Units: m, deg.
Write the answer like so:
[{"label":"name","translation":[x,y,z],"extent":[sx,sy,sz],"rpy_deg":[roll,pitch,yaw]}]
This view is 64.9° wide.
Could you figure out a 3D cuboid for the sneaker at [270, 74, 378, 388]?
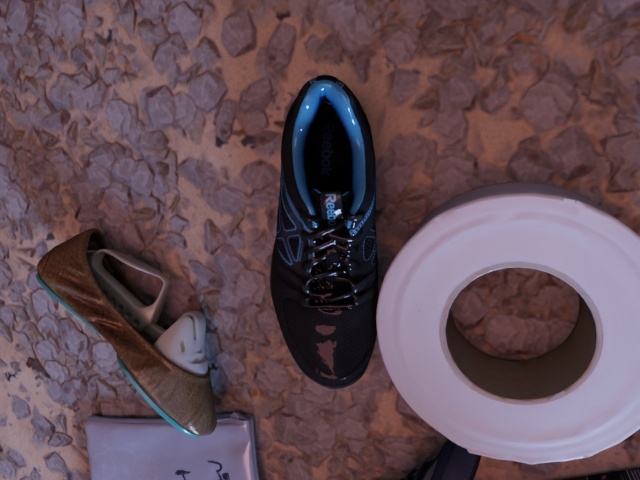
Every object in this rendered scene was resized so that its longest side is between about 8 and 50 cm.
[{"label":"sneaker","translation":[0.000,0.000,0.532],"extent":[0.125,0.139,0.340],"rpy_deg":[-5,95,0]}]

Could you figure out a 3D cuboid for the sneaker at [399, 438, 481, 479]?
[{"label":"sneaker","translation":[0.086,0.355,0.634],"extent":[0.131,0.112,0.318],"rpy_deg":[31,107,26]}]

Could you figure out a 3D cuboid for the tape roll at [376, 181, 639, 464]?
[{"label":"tape roll","translation":[0.206,0.084,0.535],"extent":[0.286,0.100,0.286],"rpy_deg":[4,104,17]}]

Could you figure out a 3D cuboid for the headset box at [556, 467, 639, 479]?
[{"label":"headset box","translation":[0.336,0.384,0.554],"extent":[0.293,0.110,0.218],"rpy_deg":[-20,95,21]}]

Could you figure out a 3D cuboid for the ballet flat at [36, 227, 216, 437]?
[{"label":"ballet flat","translation":[-0.240,0.112,0.698],"extent":[0.342,0.116,0.124],"rpy_deg":[44,93,8]}]

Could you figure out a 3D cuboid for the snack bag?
[{"label":"snack bag","translation":[-0.224,0.430,0.779],"extent":[0.323,0.037,0.342],"rpy_deg":[-8,91,21]}]
